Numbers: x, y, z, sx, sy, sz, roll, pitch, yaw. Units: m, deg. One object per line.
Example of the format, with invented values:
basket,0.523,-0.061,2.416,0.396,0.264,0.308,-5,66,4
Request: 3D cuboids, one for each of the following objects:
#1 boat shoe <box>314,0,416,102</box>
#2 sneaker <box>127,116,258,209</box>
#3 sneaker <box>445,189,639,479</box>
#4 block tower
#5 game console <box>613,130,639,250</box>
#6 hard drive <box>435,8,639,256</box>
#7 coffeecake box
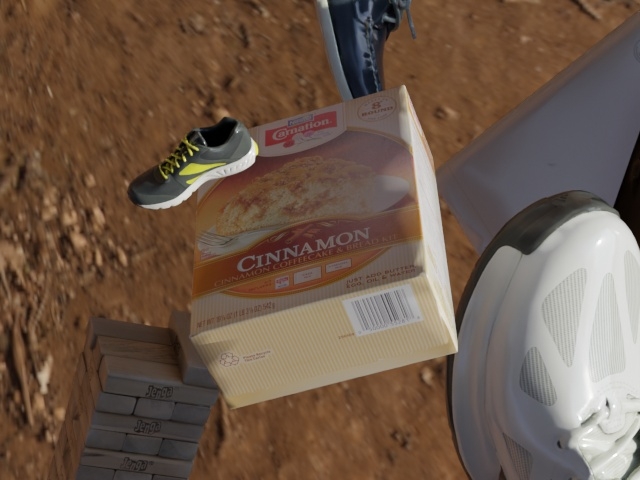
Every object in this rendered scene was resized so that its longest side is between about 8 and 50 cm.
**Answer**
boat shoe,0.031,-0.208,1.269,0.079,0.095,0.254,-13,80,1
sneaker,-0.079,-0.049,0.921,0.083,0.031,0.035,-28,142,-11
sneaker,0.224,0.199,1.037,0.169,0.257,0.447,-16,116,-30
block tower,-0.171,0.215,1.241,0.097,0.091,0.335,11,114,-21
game console,0.322,-0.048,1.233,0.060,0.342,0.386,12,112,-8
hard drive,0.264,-0.060,1.505,0.040,0.307,0.203,-24,79,-47
coffeecake box,0.000,0.000,0.950,0.142,0.185,0.068,-15,129,11
